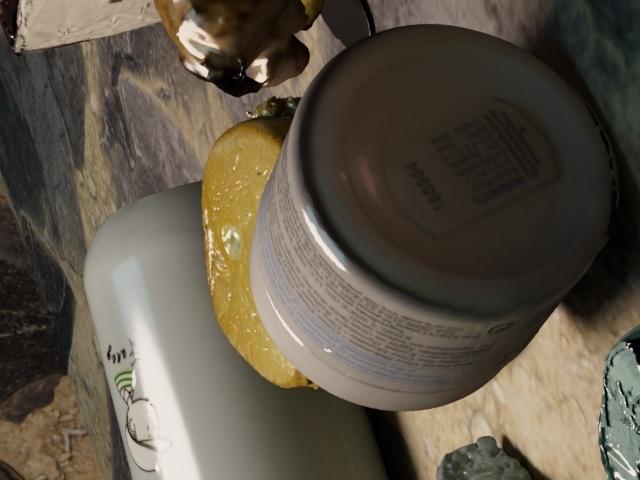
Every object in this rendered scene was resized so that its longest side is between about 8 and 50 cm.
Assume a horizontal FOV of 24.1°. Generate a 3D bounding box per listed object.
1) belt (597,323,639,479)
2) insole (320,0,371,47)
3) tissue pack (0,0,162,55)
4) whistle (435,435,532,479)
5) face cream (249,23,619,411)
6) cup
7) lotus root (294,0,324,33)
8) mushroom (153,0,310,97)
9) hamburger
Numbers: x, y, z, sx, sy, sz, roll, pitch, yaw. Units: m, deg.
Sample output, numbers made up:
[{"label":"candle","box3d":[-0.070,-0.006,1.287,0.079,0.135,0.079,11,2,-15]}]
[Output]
[{"label":"belt","box3d":[0.199,0.122,0.686,0.151,0.078,0.198,104,145,-62]},{"label":"insole","box3d":[-0.002,-0.200,1.112,0.064,0.004,0.188,97,151,-47]},{"label":"tissue pack","box3d":[-0.223,-0.369,1.308,0.370,0.198,0.210,68,154,19]},{"label":"whistle","box3d":[0.118,0.199,0.927,0.223,0.122,0.123,-106,13,-52]},{"label":"face cream","box3d":[0.057,-0.010,0.829,0.153,0.177,0.177,117,134,-62]},{"label":"cup","box3d":[-0.076,0.116,1.248,0.205,0.205,0.312,138,116,-69]},{"label":"lotus root","box3d":[-0.030,-0.237,0.990,0.138,0.138,0.214,53,166,47]},{"label":"mushroom","box3d":[-0.054,-0.263,0.769,0.259,0.345,0.345,-44,55,26]},{"label":"hamburger","box3d":[0.000,0.000,1.085,0.189,0.122,0.215,6,106,63]}]
